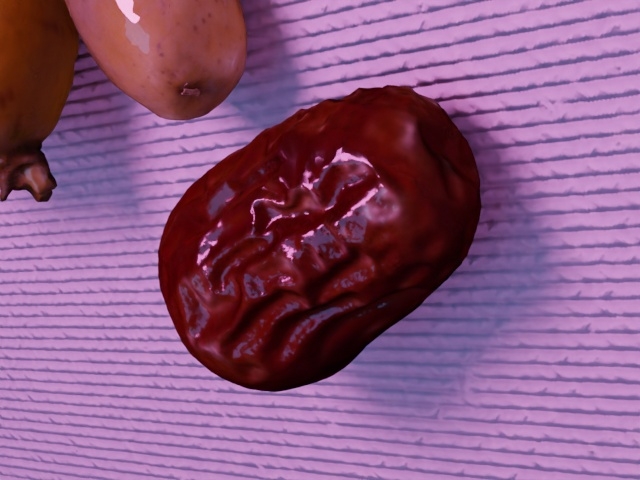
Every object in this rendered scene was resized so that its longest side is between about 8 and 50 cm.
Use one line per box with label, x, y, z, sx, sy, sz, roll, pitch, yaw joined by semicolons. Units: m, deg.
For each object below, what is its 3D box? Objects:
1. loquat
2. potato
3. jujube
loquat;-0.269;-0.131;0.983;0.246;0.213;0.213;54;137;5
potato;-0.113;-0.164;0.882;0.109;0.118;0.178;-37;68;13
jujube;0.000;0.000;0.841;0.230;0.155;0.155;-32;89;38
